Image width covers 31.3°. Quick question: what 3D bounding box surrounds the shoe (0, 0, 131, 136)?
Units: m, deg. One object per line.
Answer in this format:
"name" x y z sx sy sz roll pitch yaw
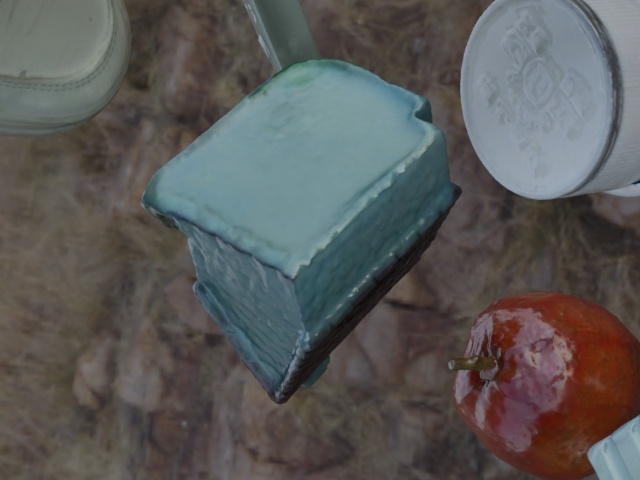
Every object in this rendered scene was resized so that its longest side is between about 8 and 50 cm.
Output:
"shoe" -0.156 -0.135 0.385 0.159 0.316 0.124 9 74 46

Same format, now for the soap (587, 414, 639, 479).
"soap" 0.245 0.185 0.663 0.119 0.067 0.198 -56 47 52

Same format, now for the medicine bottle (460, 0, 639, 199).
"medicine bottle" 0.222 -0.101 0.706 0.143 0.258 0.143 22 117 51

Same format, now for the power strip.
"power strip" -0.073 -0.316 1.367 0.091 0.062 0.385 58 175 37

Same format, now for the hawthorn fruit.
"hawthorn fruit" 0.233 0.152 1.227 0.205 0.253 0.205 -12 73 44

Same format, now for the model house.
"model house" 0.000 0.000 1.195 0.230 0.280 0.248 29 148 33
